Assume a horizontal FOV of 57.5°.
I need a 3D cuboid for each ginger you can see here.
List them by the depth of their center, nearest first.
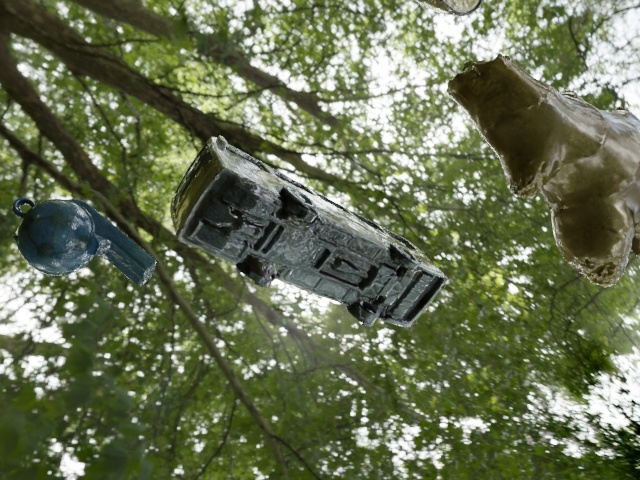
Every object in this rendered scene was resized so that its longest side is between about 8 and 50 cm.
[{"bbox_3d":[0.300,-0.073,0.723,0.166,0.376,0.236,-160,-99,-73],"label":"ginger"}]

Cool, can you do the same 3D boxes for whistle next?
[{"bbox_3d":[-0.264,0.008,0.623,0.158,0.090,0.090,41,-80,-2],"label":"whistle"}]

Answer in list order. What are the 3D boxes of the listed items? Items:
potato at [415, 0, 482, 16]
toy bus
[{"bbox_3d":[0.168,-0.438,0.899,0.117,0.202,0.182,-2,-152,49],"label":"potato"},{"bbox_3d":[0.000,0.000,0.655,0.097,0.343,0.138,-54,-144,16],"label":"toy bus"}]
